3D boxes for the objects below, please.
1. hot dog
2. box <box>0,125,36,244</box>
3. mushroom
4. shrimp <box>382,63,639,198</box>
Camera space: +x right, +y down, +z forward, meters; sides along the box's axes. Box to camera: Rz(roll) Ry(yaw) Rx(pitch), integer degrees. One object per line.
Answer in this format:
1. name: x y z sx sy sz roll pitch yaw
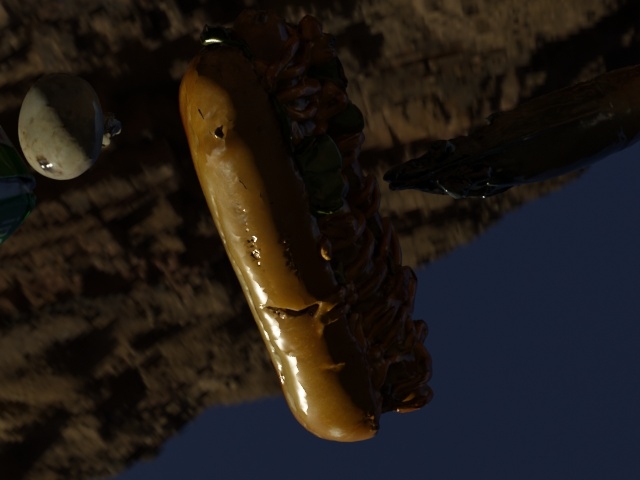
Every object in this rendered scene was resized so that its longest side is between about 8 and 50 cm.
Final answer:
1. hot dog: 0.000 0.000 0.632 0.055 0.188 0.072 -5 -152 33
2. box: -0.301 -0.023 0.985 0.250 0.103 0.180 -39 -100 26
3. mushroom: -0.187 -0.087 1.275 0.085 0.079 0.085 -9 -102 49
4. shrimp: 0.120 -0.048 1.037 0.262 0.198 0.051 -22 -97 -30
